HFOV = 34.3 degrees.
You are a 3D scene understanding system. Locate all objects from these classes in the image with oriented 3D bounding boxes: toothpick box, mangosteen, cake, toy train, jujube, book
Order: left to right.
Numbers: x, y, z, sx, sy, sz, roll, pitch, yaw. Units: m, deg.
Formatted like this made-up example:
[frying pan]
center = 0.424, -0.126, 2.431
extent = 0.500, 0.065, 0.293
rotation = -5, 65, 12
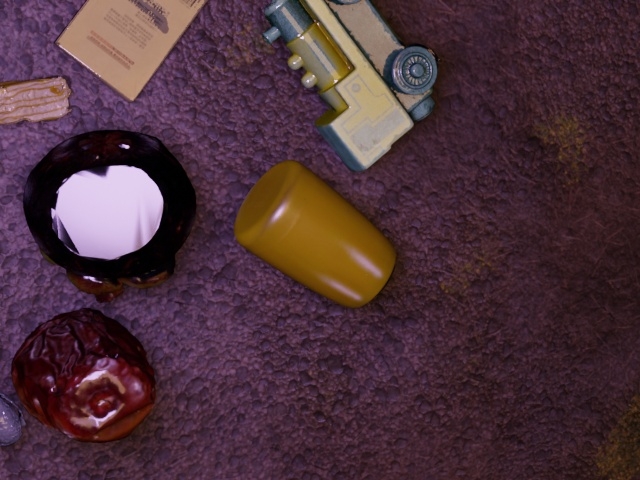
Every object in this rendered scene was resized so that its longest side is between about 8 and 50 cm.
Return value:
[cake]
center = -0.503, -0.219, 1.665
extent = 0.185, 0.116, 0.080
rotation = -28, 112, -48
[jujube]
center = -0.357, 0.217, 1.601
extent = 0.216, 0.342, 0.216
rotation = 0, 91, -22
[mangosteen]
center = -0.331, -0.033, 1.643
extent = 0.287, 0.233, 0.288
rotation = -2, 97, -14
[book]
center = -0.309, -0.367, 1.725
extent = 0.161, 0.026, 0.231
rotation = 38, 82, -19
[toothpick box]
center = 0.000, 0.000, 1.804
extent = 0.271, 0.175, 0.175
rotation = 36, 83, -23
[toy train]
center = 0.039, -0.327, 1.802
extent = 0.237, 0.150, 0.369
rotation = -40, 106, -6

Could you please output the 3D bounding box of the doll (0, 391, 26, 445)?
[doll]
center = -0.592, 0.256, 1.646
extent = 0.245, 0.158, 0.341
rotation = 0, 113, 10
